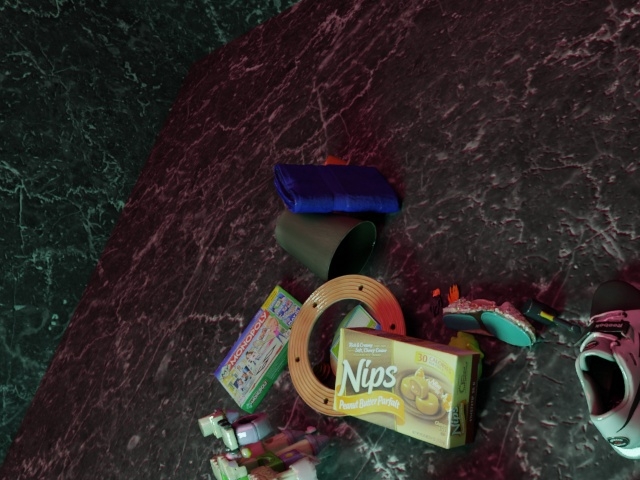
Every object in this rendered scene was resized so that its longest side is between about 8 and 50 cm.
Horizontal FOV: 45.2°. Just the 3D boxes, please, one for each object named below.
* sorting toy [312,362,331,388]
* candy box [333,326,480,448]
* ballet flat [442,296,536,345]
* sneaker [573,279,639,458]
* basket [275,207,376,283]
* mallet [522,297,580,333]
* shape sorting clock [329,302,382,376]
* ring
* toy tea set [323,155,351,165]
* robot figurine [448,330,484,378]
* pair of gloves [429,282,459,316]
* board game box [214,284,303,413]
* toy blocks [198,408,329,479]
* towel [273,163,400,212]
[{"bbox_3d":[-0.010,0.347,1.903,0.061,0.042,0.102,-23,43,39],"label":"sorting toy"},{"bbox_3d":[0.170,0.293,1.586,0.316,0.087,0.183,7,92,47],"label":"candy box"},{"bbox_3d":[0.354,0.156,1.588,0.077,0.091,0.240,-43,30,-27],"label":"ballet flat"},{"bbox_3d":[0.502,0.186,1.310,0.122,0.146,0.331,-28,39,37],"label":"sneaker"},{"bbox_3d":[0.000,0.000,2.047,0.226,0.154,0.204,25,71,36],"label":"basket"},{"bbox_3d":[0.446,0.151,1.440,0.039,0.062,0.189,-65,14,2],"label":"mallet"},{"bbox_3d":[0.094,0.244,1.868,0.206,0.040,0.206,-44,29,32],"label":"shape sorting clock"},{"bbox_3d":[0.061,0.246,1.815,0.336,0.032,0.337,-16,64,35],"label":"ring"},{"bbox_3d":[0.013,-0.102,2.272,0.336,0.124,0.200,-61,3,-6],"label":"toy tea set"},{"bbox_3d":[0.297,0.245,1.582,0.101,0.067,0.115,-48,30,43],"label":"robot figurine"},{"bbox_3d":[0.283,0.135,1.759,0.083,0.010,0.074,-25,42,38],"label":"pair of gloves"},{"bbox_3d":[-0.154,0.295,2.136,0.317,0.046,0.213,-55,33,-3],"label":"board game box"},{"bbox_3d":[-0.088,0.472,1.684,0.259,0.309,0.288,-18,8,-21],"label":"toy blocks"},{"bbox_3d":[0.040,-0.132,2.092,0.228,0.308,0.076,-118,33,-53],"label":"towel"}]
